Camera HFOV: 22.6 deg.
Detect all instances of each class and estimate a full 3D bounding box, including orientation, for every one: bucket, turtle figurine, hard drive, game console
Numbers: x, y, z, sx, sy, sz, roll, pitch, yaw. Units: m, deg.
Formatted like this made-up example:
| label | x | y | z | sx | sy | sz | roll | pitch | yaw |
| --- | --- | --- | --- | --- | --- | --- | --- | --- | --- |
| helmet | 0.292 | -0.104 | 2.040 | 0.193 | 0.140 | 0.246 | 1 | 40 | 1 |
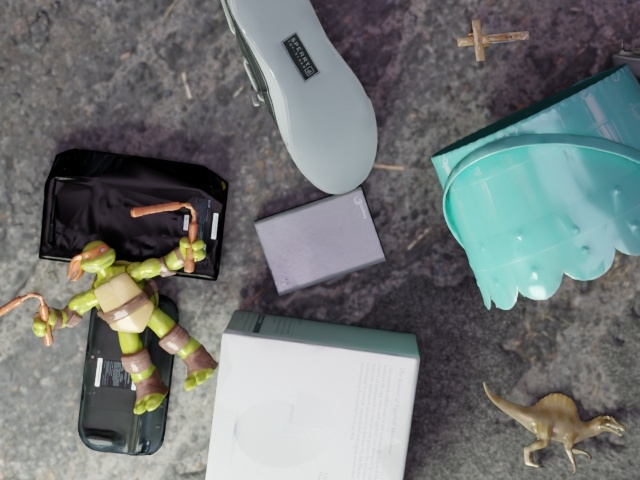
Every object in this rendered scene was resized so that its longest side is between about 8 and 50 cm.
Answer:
| label | x | y | z | sx | sy | sz | roll | pitch | yaw |
| --- | --- | --- | --- | --- | --- | --- | --- | --- | --- |
| bucket | 0.265 | -0.061 | 1.755 | 0.281 | 0.281 | 0.183 | -26 | 93 | 5 |
| turtle figurine | -0.229 | 0.087 | 1.833 | 0.270 | 0.087 | 0.217 | -29 | 103 | -2 |
| hard drive | 0.000 | 0.000 | 1.887 | 0.135 | 0.022 | 0.094 | -18 | 97 | 4 |
| game console | -0.234 | 0.078 | 1.898 | 0.213 | 0.044 | 0.361 | 8 | 98 | 2 |

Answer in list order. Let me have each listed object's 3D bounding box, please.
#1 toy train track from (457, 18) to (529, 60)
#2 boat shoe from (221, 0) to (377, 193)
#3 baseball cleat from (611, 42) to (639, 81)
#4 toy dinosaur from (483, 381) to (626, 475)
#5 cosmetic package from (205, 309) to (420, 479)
| label | x | y | z | sx | sy | sz | roll | pitch | yaw |
| --- | --- | --- | --- | --- | --- | --- | --- | --- | --- |
| toy train track | 0.199 | -0.233 | 1.852 | 0.083 | 0.014 | 0.048 | -6 | 91 | -3 |
| boat shoe | -0.034 | -0.192 | 1.818 | 0.113 | 0.105 | 0.306 | -36 | 121 | -4 |
| baseball cleat | 0.428 | -0.160 | 1.827 | 0.206 | 0.072 | 0.109 | 10 | 105 | 4 |
| toy dinosaur | 0.267 | 0.225 | 1.908 | 0.183 | 0.053 | 0.092 | 14 | 83 | -8 |
| cosmetic package | -0.010 | 0.213 | 1.862 | 0.225 | 0.138 | 0.224 | 8 | 99 | 2 |
